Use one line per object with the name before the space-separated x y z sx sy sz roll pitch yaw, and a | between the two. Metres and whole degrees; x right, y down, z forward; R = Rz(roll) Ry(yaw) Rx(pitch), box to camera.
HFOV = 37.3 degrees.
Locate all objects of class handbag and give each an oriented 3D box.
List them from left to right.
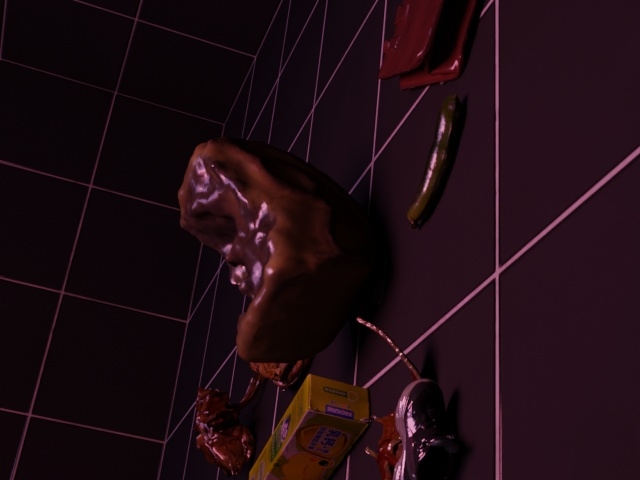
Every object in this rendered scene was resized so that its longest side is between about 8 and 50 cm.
handbag | 0.192 -0.398 1.635 0.275 0.084 0.260 -170 95 -76

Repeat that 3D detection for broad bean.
broad bean | 0.179 -0.119 1.488 0.069 0.039 0.226 -102 29 -72

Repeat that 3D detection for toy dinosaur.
toy dinosaur | 0.063 0.303 1.349 0.206 0.113 0.327 -91 17 -62

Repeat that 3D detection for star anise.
star anise | -0.207 0.411 2.221 0.237 0.148 0.346 43 116 49

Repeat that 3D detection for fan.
fan | 0.104 0.075 1.639 0.056 0.004 0.083 167 117 -75

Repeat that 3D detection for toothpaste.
toothpaste | -0.026 0.361 1.626 0.077 0.110 0.327 -87 19 -47

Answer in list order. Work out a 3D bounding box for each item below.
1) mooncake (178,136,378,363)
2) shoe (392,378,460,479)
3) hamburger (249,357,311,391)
mooncake | -0.098 -0.001 1.693 0.246 0.394 0.393 -63 -7 30
shoe | 0.141 0.257 1.193 0.099 0.071 0.169 151 129 -66
hamburger | -0.076 0.202 2.003 0.231 0.107 0.231 -56 20 33
